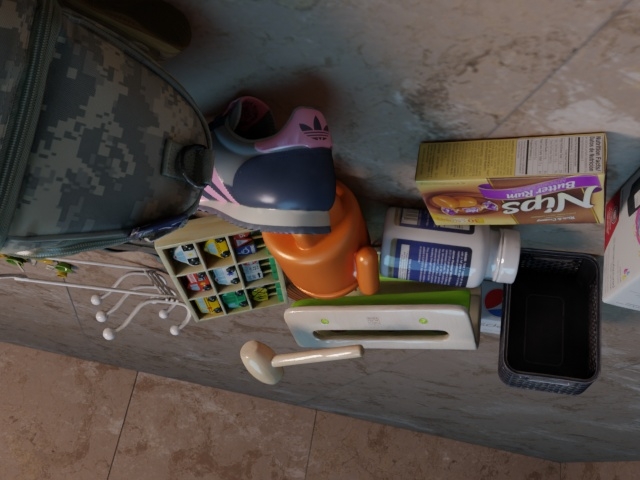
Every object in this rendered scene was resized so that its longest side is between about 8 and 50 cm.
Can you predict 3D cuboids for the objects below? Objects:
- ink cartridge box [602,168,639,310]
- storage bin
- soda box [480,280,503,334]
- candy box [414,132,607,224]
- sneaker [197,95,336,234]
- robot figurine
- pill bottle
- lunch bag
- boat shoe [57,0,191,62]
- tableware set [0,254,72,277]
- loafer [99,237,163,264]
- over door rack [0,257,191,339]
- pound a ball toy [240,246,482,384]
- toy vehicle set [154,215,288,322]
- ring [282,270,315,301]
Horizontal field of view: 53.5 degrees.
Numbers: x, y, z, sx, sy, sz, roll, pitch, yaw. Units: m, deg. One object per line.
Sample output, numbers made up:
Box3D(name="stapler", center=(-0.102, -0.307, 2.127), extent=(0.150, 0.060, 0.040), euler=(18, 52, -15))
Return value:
Box3D(name="ink cartridge box", center=(0.352, -0.016, 0.631), extent=(0.072, 0.127, 0.175), euler=(11, 157, 5))
Box3D(name="storage bin", center=(0.316, 0.112, 0.881), extent=(0.122, 0.180, 0.084), euler=(5, 156, 13))
Box3D(name="soda box", center=(0.318, 0.115, 1.034), extent=(0.216, 0.069, 0.074), euler=(8, 157, 8))
Box3D(name="candy box", center=(0.207, -0.061, 0.685), extent=(0.187, 0.053, 0.109), euler=(2, 156, 24))
Box3D(name="sneaker", center=(-0.100, -0.095, 0.705), extent=(0.319, 0.131, 0.112), euler=(16, -166, 41))
Box3D(name="robot figurine", center=(0.001, 0.002, 0.825), extent=(0.158, 0.128, 0.219), euler=(-1, 155, 13))
Box3D(name="pill bottle", center=(0.165, 0.011, 0.820), extent=(0.169, 0.094, 0.094), euler=(7, 157, 9))
Box3D(name="lunch bag", center=(-0.268, -0.099, 0.554), extent=(0.256, 0.212, 0.305), euler=(11, -178, -44))
Box3D(name="boat shoe", center=(-0.183, -0.198, 0.532), extent=(0.153, 0.056, 0.048), euler=(20, 152, -40))
Box3D(name="tableware set", center=(-0.607, 0.049, 1.344), extent=(0.154, 0.024, 0.104), euler=(21, 155, -23))
Box3D(name="loafer", center=(-0.261, -0.026, 0.955), extent=(0.084, 0.096, 0.267), euler=(-30, 145, 31))
Box3D(name="over door rack", center=(-0.411, 0.080, 1.117), extent=(0.324, 0.108, 0.239), euler=(22, 179, -27))
Box3D(name="pound a ball toy", center=(0.068, 0.128, 0.941), extent=(0.319, 0.208, 0.136), euler=(-4, 136, 21))
Box3D(name="toy vehicle set", center=(-0.144, 0.046, 1.000), extent=(0.166, 0.035, 0.267), euler=(-12, 150, -4))
Box3D(name="ring", center=(0.063, 0.097, 1.152), extent=(0.336, 0.032, 0.336), euler=(10, 158, 4))
